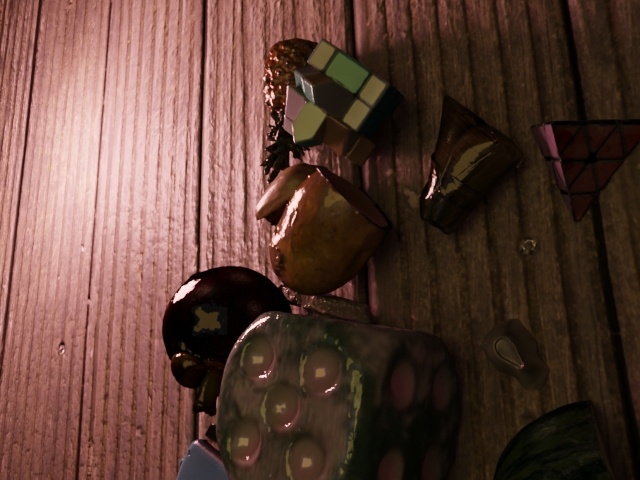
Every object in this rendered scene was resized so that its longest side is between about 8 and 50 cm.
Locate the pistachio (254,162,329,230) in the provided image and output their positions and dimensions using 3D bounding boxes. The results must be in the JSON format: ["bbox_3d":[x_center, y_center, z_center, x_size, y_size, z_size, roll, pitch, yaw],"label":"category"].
[{"bbox_3d":[-0.061,-0.097,1.501,0.129,0.131,0.206,46,118,-7],"label":"pistachio"}]

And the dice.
[{"bbox_3d":[0.035,0.316,1.176,0.331,0.328,0.347,1,79,39],"label":"dice"}]

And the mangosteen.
[{"bbox_3d":[-0.213,0.200,1.423,0.297,0.293,0.297,16,116,35],"label":"mangosteen"}]

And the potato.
[{"bbox_3d":[0.000,0.000,1.372,0.266,0.229,0.229,-52,53,18],"label":"potato"}]

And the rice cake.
[{"bbox_3d":[0.009,0.138,1.424,0.270,0.055,0.048,10,101,39],"label":"rice cake"}]

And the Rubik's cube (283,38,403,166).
[{"bbox_3d":[0.041,-0.277,1.383,0.224,0.265,0.213,39,103,12],"label":"Rubik's cube"}]

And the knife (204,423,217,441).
[{"bbox_3d":[-0.196,0.461,1.521,0.231,0.028,0.059,-7,86,39],"label":"knife"}]

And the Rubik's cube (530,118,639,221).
[{"bbox_3d":[0.417,-0.189,1.144,0.211,0.190,0.178,-54,35,8],"label":"Rubik's cube"}]

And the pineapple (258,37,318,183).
[{"bbox_3d":[-0.070,-0.295,1.541,0.169,0.169,0.340,4,85,39],"label":"pineapple"}]

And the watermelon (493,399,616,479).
[{"bbox_3d":[0.393,0.400,1.017,0.213,0.201,0.261,-32,17,29],"label":"watermelon"}]

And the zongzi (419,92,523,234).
[{"bbox_3d":[0.246,-0.157,1.285,0.221,0.112,0.242,-52,45,16],"label":"zongzi"}]

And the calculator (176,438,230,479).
[{"bbox_3d":[-0.241,0.587,1.500,0.293,0.051,0.172,23,94,40],"label":"calculator"}]

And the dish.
[{"bbox_3d":[0.342,0.204,1.152,0.091,0.039,0.137,-48,53,18],"label":"dish"}]
